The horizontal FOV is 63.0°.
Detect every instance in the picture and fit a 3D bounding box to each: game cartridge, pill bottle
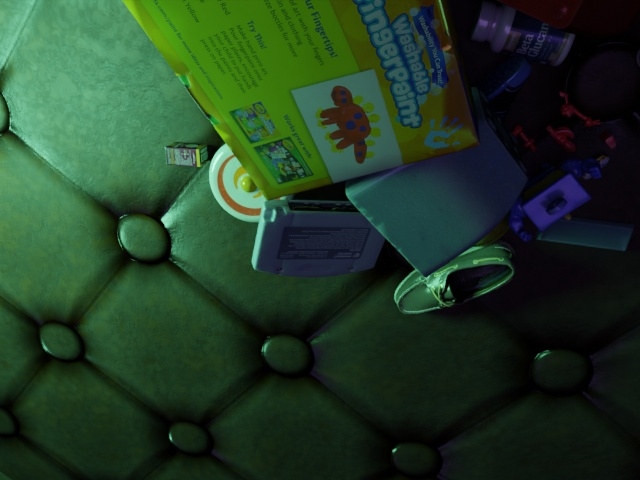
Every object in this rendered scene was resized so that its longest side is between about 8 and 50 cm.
[{"bbox_3d":[0.000,0.000,1.168,0.295,0.060,0.196,1,128,-19],"label":"game cartridge"},{"bbox_3d":[0.369,-0.385,0.959,0.170,0.094,0.094,15,117,4],"label":"pill bottle"}]

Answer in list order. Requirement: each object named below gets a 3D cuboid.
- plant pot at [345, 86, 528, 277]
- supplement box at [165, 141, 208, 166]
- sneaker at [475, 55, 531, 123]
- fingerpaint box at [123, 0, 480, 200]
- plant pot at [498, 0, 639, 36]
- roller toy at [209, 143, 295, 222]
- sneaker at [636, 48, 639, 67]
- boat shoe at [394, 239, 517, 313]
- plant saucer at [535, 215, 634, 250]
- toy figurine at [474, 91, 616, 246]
[{"bbox_3d":[0.227,-0.133,0.966,0.252,0.247,0.247,-30,119,29],"label":"plant pot"},{"bbox_3d":[-0.308,-0.200,1.210,0.083,0.055,0.043,5,115,8],"label":"supplement box"},{"bbox_3d":[0.333,-0.254,1.027,0.091,0.081,0.232,29,137,-18],"label":"sneaker"},{"bbox_3d":[-0.009,-0.295,0.738,0.371,0.163,0.444,-13,138,22],"label":"fingerpaint box"},{"bbox_3d":[0.364,-0.455,0.763,0.267,0.236,0.267,37,139,20],"label":"plant pot"},{"bbox_3d":[-0.139,-0.146,1.149,0.191,0.146,0.209,29,117,-4],"label":"roller toy"},{"bbox_3d":[0.676,-0.283,0.947,0.212,0.094,0.080,30,116,-4],"label":"sneaker"},{"bbox_3d":[0.305,0.098,1.209,0.305,0.091,0.109,-28,107,22],"label":"boat shoe"},{"bbox_3d":[0.577,-0.016,1.140,0.192,0.018,0.067,8,117,9],"label":"plant saucer"},{"bbox_3d":[0.406,-0.098,1.023,0.363,0.217,0.191,-37,103,24],"label":"toy figurine"}]
